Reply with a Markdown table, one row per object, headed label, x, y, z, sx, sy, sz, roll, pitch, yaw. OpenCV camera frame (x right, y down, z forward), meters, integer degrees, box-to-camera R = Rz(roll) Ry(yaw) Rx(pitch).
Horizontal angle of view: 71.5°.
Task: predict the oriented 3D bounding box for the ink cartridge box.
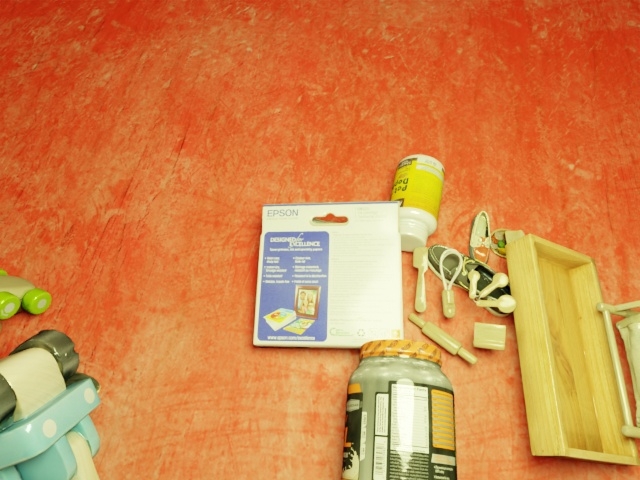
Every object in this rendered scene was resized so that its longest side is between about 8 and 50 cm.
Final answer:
| label | x | y | z | sx | sy | sz | roll | pitch | yaw |
| --- | --- | --- | --- | --- | --- | --- | --- | --- | --- |
| ink cartridge box | 0.020 | 0.073 | 0.944 | 0.303 | 0.072 | 0.307 | 0 | 71 | 7 |

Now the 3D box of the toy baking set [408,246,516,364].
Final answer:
| label | x | y | z | sx | sy | sz | roll | pitch | yaw |
| --- | --- | --- | --- | --- | --- | --- | --- | --- | --- |
| toy baking set | 0.284 | 0.128 | 0.940 | 0.256 | 0.030 | 0.197 | 30 | 89 | 28 |

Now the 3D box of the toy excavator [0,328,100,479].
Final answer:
| label | x | y | z | sx | sy | sz | roll | pitch | yaw |
| --- | --- | --- | --- | --- | --- | --- | --- | --- | --- |
| toy excavator | -0.443 | 0.385 | 0.744 | 0.433 | 0.222 | 0.445 | -20 | 96 | 5 |

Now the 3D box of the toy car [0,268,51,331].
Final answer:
| label | x | y | z | sx | sy | sz | roll | pitch | yaw |
| --- | --- | --- | --- | --- | --- | --- | --- | --- | --- |
| toy car | -0.683 | 0.168 | 0.912 | 0.155 | 0.149 | 0.188 | 21 | 93 | 13 |

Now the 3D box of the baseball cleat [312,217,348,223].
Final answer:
| label | x | y | z | sx | sy | sz | roll | pitch | yaw |
| --- | --- | --- | --- | --- | --- | --- | --- | --- | --- |
| baseball cleat | 0.000 | 0.000 | 1.018 | 0.206 | 0.072 | 0.109 | 4 | 69 | 5 |

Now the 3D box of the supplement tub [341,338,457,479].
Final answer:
| label | x | y | z | sx | sy | sz | roll | pitch | yaw |
| --- | --- | --- | --- | --- | --- | --- | --- | --- | --- |
| supplement tub | 0.137 | 0.346 | 0.775 | 0.193 | 0.193 | 0.316 | 6 | 62 | 2 |

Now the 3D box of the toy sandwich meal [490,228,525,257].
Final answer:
| label | x | y | z | sx | sy | sz | roll | pitch | yaw |
| --- | --- | --- | --- | --- | --- | --- | --- | --- | --- |
| toy sandwich meal | 0.441 | 0.003 | 1.047 | 0.085 | 0.029 | 0.085 | 0 | 63 | -1 |

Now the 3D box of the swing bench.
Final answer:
| label | x | y | z | sx | sy | sz | roll | pitch | yaw |
| --- | --- | --- | --- | --- | --- | --- | --- | --- | --- |
| swing bench | 0.688 | 0.251 | 0.837 | 0.255 | 0.165 | 0.253 | 23 | 58 | -27 |

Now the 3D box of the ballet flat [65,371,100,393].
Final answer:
| label | x | y | z | sx | sy | sz | roll | pitch | yaw |
| --- | --- | --- | --- | --- | --- | --- | --- | --- | --- |
| ballet flat | -0.524 | 0.293 | 0.882 | 0.173 | 0.049 | 0.057 | 3 | 33 | -4 |

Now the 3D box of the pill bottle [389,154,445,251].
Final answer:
| label | x | y | z | sx | sy | sz | roll | pitch | yaw |
| --- | --- | --- | --- | --- | --- | --- | --- | --- | --- |
| pill bottle | 0.219 | -0.086 | 1.039 | 0.117 | 0.117 | 0.215 | 13 | 63 | 6 |

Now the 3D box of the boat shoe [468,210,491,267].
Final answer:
| label | x | y | z | sx | sy | sz | roll | pitch | yaw |
| --- | --- | --- | --- | --- | --- | --- | --- | --- | --- |
| boat shoe | 0.376 | -0.003 | 1.042 | 0.049 | 0.043 | 0.137 | 10 | 64 | 2 |

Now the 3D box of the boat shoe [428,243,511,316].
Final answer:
| label | x | y | z | sx | sy | sz | roll | pitch | yaw |
| --- | --- | --- | --- | --- | --- | --- | --- | --- | --- |
| boat shoe | 0.336 | 0.075 | 0.986 | 0.228 | 0.068 | 0.081 | 37 | 68 | 16 |

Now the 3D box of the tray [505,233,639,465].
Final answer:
| label | x | y | z | sx | sy | sz | roll | pitch | yaw |
| --- | --- | --- | --- | --- | --- | --- | --- | --- | --- |
| tray | 0.484 | 0.207 | 0.879 | 0.203 | 0.076 | 0.411 | 17 | 61 | -22 |
